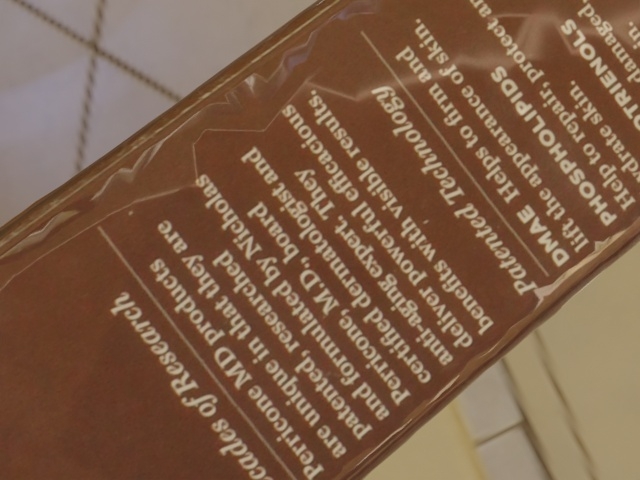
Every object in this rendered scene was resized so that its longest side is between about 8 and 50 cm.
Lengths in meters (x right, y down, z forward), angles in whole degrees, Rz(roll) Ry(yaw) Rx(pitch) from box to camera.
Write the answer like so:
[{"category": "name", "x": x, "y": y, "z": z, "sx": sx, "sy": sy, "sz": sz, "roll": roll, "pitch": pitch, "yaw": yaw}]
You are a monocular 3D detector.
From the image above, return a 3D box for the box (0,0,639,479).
[{"category": "box", "x": 0.000, "y": 0.000, "z": 0.707, "sx": 0.143, "sy": 0.381, "sz": 0.191, "roll": 54, "pitch": 157, "yaw": -1}]
